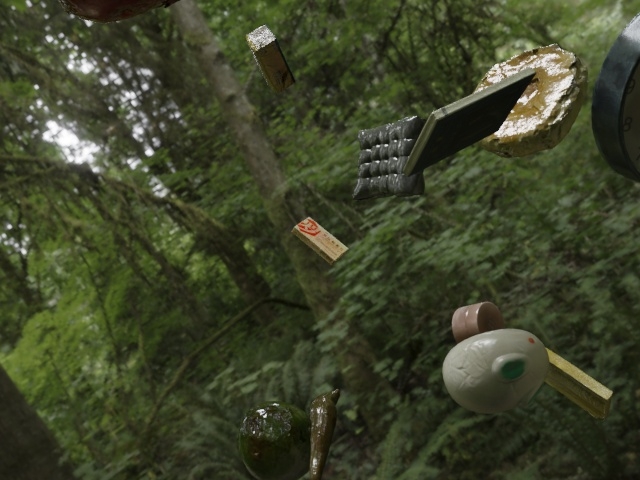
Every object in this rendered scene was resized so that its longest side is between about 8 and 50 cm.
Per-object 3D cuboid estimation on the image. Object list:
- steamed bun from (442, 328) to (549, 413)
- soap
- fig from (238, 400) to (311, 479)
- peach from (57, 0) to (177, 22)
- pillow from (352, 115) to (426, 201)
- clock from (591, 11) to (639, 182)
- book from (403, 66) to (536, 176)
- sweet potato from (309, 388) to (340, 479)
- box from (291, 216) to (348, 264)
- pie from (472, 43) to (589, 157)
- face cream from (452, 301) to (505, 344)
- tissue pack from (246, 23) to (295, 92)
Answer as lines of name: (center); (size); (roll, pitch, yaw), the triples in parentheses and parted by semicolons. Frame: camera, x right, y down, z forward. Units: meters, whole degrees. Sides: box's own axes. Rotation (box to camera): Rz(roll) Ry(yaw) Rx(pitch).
steamed bun: (0.374, 0.286, 1.505); (0.228, 0.177, 0.131); (-26, 32, 20)
soap: (0.630, 0.357, 1.824); (0.037, 0.252, 0.092); (-32, -44, -25)
fig: (-0.089, 0.458, 1.659); (0.195, 0.195, 0.245); (-36, -6, 15)
peach: (-0.400, -0.638, 1.441); (0.416, 0.353, 0.339); (-45, 30, -11)
pillow: (0.207, -0.231, 2.095); (0.101, 0.228, 0.326); (0, 1, -27)
clock: (0.692, -0.274, 1.323); (0.386, 0.386, 0.076); (-36, 31, 1)
book: (0.297, -0.236, 1.429); (0.269, 0.025, 0.191); (-28, -21, -25)
sweet potato: (0.002, 0.376, 1.425); (0.059, 0.069, 0.250); (1, 33, 7)
box: (0.000, 0.000, 1.238); (0.015, 0.093, 0.058); (-56, -10, 32)
pie: (0.515, -0.356, 1.801); (0.339, 0.083, 0.340); (-26, 46, 31)
face cream: (0.509, 0.279, 2.290); (0.104, 0.149, 0.149); (-21, 9, 47)
tissue pack: (-0.151, -0.547, 2.145); (0.082, 0.120, 0.169); (-29, -44, -1)
